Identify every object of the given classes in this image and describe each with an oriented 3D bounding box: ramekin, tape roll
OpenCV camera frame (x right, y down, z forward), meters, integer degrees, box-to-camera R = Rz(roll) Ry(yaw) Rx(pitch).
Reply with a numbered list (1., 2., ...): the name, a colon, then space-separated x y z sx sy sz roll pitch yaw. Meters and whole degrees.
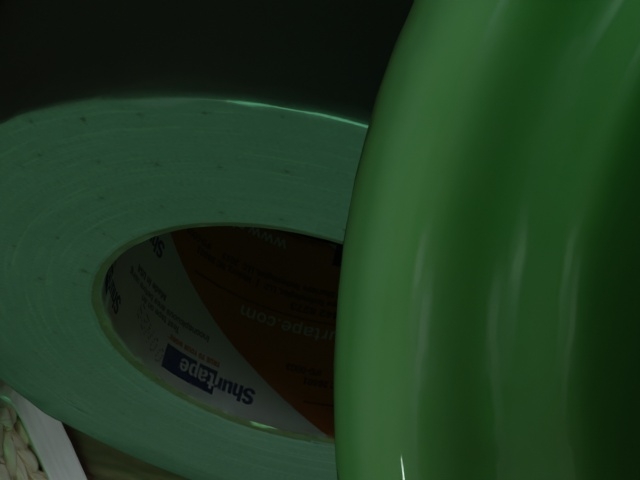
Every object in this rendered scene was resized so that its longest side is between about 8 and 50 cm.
1. ramekin: 0.168 0.026 0.323 0.303 0.303 0.148 -5 -176 28
2. tape roll: 0.000 0.000 0.563 0.219 0.072 0.219 11 147 7

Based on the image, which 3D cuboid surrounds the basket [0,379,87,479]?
1. basket: -0.161 0.121 0.783 0.113 0.103 0.167 7 148 13
